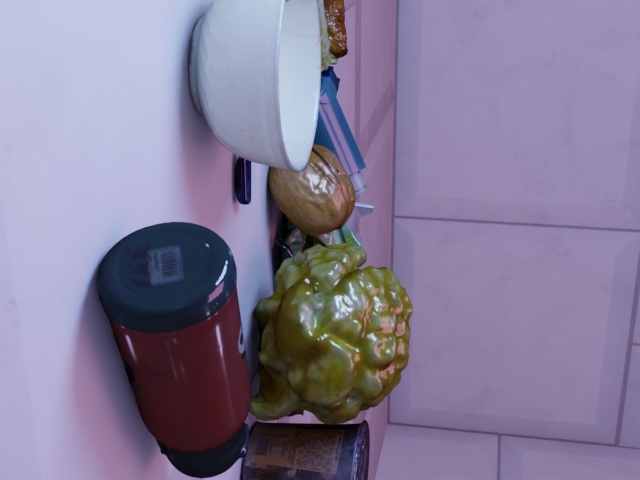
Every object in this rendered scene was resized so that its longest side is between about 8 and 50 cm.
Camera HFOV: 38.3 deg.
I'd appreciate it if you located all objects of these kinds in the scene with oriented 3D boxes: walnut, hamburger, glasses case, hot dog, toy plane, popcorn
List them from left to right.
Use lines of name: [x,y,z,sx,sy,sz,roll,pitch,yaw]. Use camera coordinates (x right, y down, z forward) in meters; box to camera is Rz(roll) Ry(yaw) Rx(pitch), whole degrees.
glasses case: [-0.123,-0.097,1.445,0.033,0.023,0.083,-37,128,-70]
walnut: [-0.017,-0.095,1.667,0.180,0.144,0.144,62,12,-1]
hamburger: [0.004,0.007,1.833,0.260,0.150,0.276,75,22,-56]
popcorn: [0.019,0.176,1.609,0.274,0.279,0.335,-31,119,-57]
hot dog: [0.025,-0.470,2.013,0.099,0.065,0.147,45,38,-76]
toy plane: [0.044,-0.016,2.101,0.252,0.118,0.252,-169,-90,-88]

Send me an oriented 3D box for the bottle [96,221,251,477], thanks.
bottle: [-0.149,0.146,1.051,0.144,0.144,0.336,-75,166,-46]

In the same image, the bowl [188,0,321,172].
bowl: [-0.090,-0.231,1.243,0.277,0.145,0.277,5,90,-81]

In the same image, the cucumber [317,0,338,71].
cucumber: [-0.056,-0.401,1.509,0.145,0.105,0.325,-47,149,-30]

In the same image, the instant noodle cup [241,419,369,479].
instant noodle cup: [-0.024,0.422,1.658,0.217,0.207,0.217,5,90,-80]

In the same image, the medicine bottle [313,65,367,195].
medicine bottle: [0.023,-0.214,1.848,0.258,0.079,0.124,67,27,-17]
